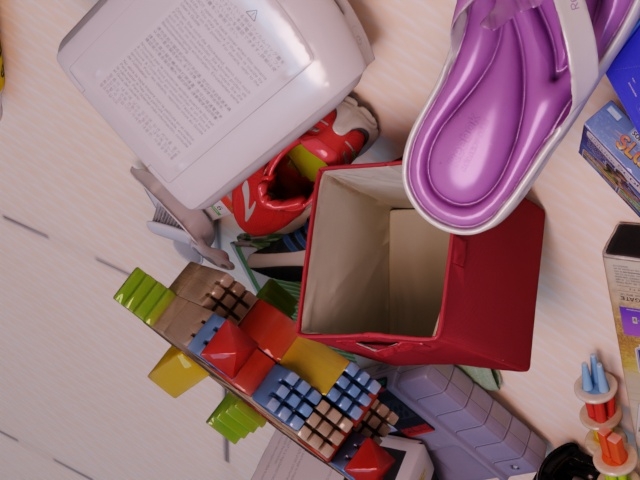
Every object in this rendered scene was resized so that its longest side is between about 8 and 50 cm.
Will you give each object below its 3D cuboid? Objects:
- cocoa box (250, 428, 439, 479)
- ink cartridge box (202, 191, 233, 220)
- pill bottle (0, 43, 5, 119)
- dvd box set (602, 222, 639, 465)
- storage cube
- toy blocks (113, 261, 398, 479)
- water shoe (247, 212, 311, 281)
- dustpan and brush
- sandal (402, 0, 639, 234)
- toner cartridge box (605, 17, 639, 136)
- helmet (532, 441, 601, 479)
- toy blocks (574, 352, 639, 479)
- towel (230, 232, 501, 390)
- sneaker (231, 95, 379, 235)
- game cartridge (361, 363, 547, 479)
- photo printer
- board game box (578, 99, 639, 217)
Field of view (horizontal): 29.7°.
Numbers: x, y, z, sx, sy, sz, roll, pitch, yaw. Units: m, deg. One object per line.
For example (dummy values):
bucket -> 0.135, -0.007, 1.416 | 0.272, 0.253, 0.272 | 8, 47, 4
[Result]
cocoa box -> 0.010, 0.455, 1.636 | 0.231, 0.347, 0.228 | 7, 142, 28
ink cartridge box -> -0.129, -0.064, 1.560 | 0.115, 0.029, 0.063 | -15, 121, 47
pill bottle -> -0.472, -0.238, 1.563 | 0.119, 0.119, 0.208 | 25, 141, 13
dvd box set -> 0.489, 0.170, 1.317 | 0.308, 0.062, 0.420 | 6, 133, 32
storage cube -> 0.112, 0.030, 1.296 | 0.184, 0.215, 0.193 | -2, 163, 38
toy blocks -> -0.038, 0.161, 1.399 | 0.381, 0.191, 0.261 | 41, 169, -21
water shoe -> 0.000, 0.000, 1.479 | 0.203, 0.080, 0.073 | -9, 157, 34
dustpan and brush -> -0.171, -0.009, 1.574 | 0.211, 0.060, 0.147 | 18, 146, 40
sandal -> 0.178, -0.178, 1.047 | 0.169, 0.102, 0.416 | 23, 118, 16
toner cartridge box -> 0.371, -0.055, 0.989 | 0.348, 0.075, 0.165 | 67, 154, 21
helmet -> 0.338, 0.360, 1.551 | 0.169, 0.169, 0.161 | 14, 128, 26
toy blocks -> 0.340, 0.219, 1.437 | 0.054, 0.123, 0.148 | -14, 127, 7
towel -> 0.058, 0.089, 1.578 | 0.325, 0.038, 0.248 | 3, 133, 32
sneaker -> -0.045, -0.074, 1.415 | 0.107, 0.118, 0.279 | 40, 142, -5
game cartridge -> 0.110, 0.267, 1.679 | 0.230, 0.068, 0.355 | 37, 146, -21
photo printer -> -0.109, -0.205, 1.293 | 0.256, 0.107, 0.307 | 48, 127, -7
board game box -> 0.326, -0.035, 1.137 | 0.201, 0.035, 0.136 | 49, -177, 11
